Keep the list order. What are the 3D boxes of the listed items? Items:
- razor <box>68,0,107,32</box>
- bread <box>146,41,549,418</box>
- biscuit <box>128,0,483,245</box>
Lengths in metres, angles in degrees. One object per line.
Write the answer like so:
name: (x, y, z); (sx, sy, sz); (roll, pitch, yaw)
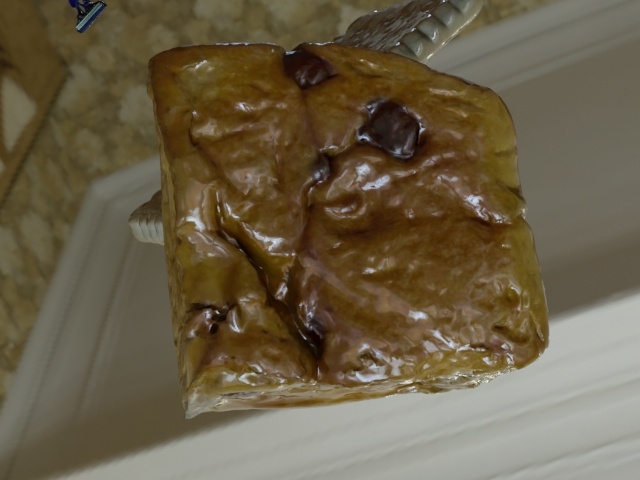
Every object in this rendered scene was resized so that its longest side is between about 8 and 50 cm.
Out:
razor: (-0.279, -0.272, 1.273); (0.044, 0.154, 0.028); (-42, -165, 31)
bread: (0.000, 0.000, 0.553); (0.149, 0.143, 0.158); (-4, 173, -13)
biscuit: (-0.014, -0.103, 1.109); (0.325, 0.044, 0.217); (-44, -161, -20)
